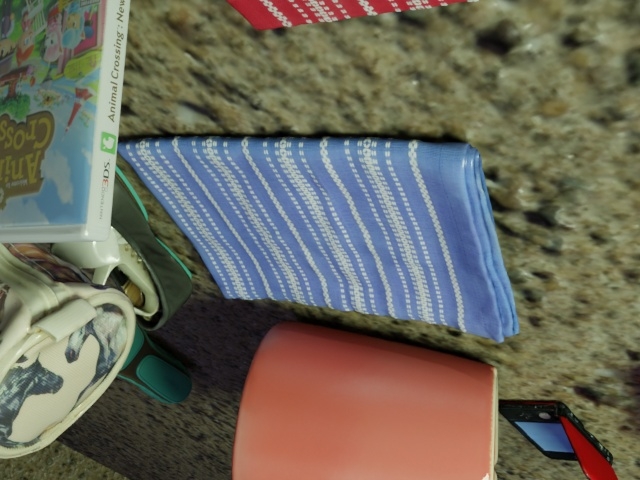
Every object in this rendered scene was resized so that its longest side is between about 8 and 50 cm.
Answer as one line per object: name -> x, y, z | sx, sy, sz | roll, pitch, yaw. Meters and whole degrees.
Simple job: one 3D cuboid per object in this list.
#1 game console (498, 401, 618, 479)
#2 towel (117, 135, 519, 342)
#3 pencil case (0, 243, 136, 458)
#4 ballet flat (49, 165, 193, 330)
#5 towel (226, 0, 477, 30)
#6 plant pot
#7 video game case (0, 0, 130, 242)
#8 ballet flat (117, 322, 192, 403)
game console -> 0.284, 0.256, 0.793 | 0.124, 0.085, 0.144 | -11, 135, 43
towel -> 0.000, 0.000, 0.624 | 0.336, 0.040, 0.243 | 5, 144, 28
pencil case -> -0.343, 0.016, 0.628 | 0.410, 0.160, 0.183 | 34, 139, 25
ballet flat -> -0.216, 0.006, 0.715 | 0.095, 0.096, 0.280 | 7, 146, 28
towel -> 0.018, -0.164, 0.286 | 0.275, 0.031, 0.199 | 5, 166, 35
plant pot -> 0.066, 0.226, 0.742 | 0.243, 0.274, 0.275 | 2, 144, 16
video game case -> -0.217, -0.094, 0.482 | 0.212, 0.193, 0.023 | -1, 173, 33
ballet flat -> -0.296, 0.170, 1.046 | 0.087, 0.083, 0.247 | 12, 149, 44
